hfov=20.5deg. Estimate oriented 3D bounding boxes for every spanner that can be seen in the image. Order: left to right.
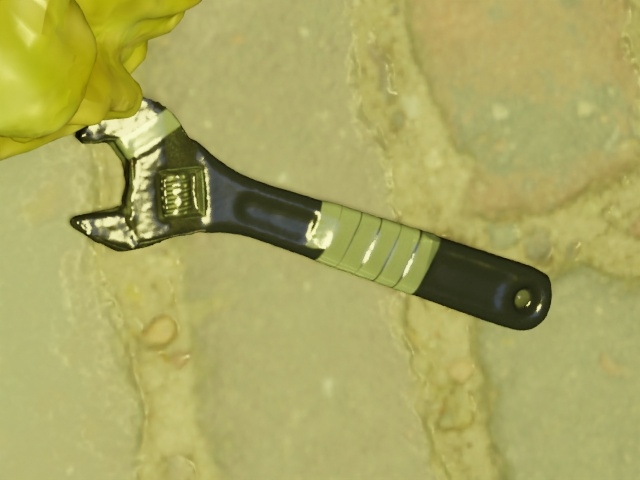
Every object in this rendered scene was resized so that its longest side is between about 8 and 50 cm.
[{"bbox_3d":[0.000,0.000,1.039,0.315,0.024,0.087,19,86,-21],"label":"spanner"}]

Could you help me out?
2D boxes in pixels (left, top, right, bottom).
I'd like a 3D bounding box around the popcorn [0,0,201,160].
[{"bbox_3d":[-0.208,-0.156,0.800,0.312,0.312,0.312,-1,91,-21],"label":"popcorn"}]
